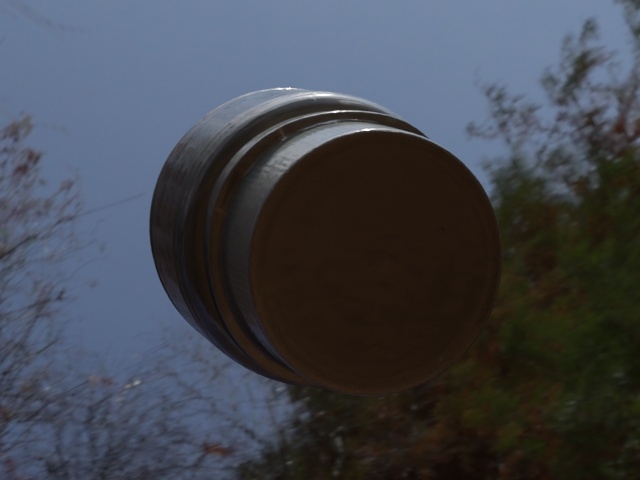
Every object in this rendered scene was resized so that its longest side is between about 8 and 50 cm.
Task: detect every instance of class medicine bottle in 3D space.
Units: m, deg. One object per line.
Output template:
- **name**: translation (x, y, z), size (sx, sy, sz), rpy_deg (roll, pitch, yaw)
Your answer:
- **medicine bottle**: translation (0.000, 0.000, 1.275), size (0.245, 0.306, 0.245), rpy_deg (-2, -82, -17)
